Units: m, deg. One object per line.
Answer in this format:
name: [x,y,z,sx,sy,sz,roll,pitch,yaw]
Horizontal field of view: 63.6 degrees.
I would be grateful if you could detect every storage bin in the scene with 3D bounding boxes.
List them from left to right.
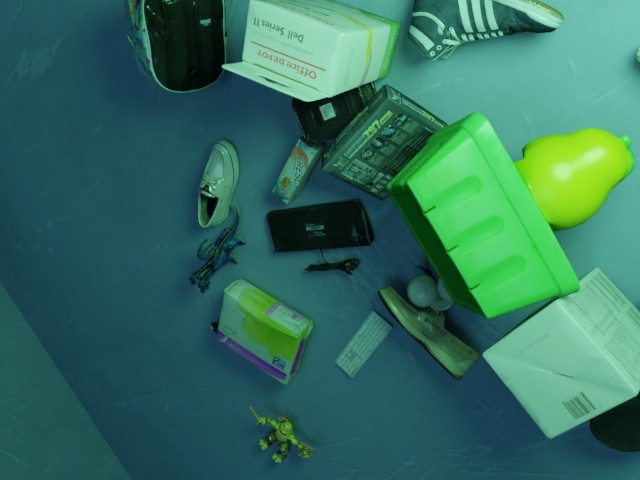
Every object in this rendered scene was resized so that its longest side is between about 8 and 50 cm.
storage bin: [0.038,-0.306,1.190,0.180,0.084,0.122,-12,107,34]

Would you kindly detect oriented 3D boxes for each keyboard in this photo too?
keyboard: [0.000,0.000,1.402,0.316,0.033,0.202,-4,105,34]
keyboard: [0.121,0.304,1.492,0.072,0.014,0.256,37,127,10]

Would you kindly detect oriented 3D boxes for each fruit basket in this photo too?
fruit basket: [0.364,-0.078,0.966,0.391,0.283,0.393,0,93,-7]

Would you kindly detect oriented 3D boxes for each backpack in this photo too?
backpack: [-0.345,-0.495,1.245,0.191,0.225,0.254,31,134,42]

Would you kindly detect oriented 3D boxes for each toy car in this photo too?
toy car: [0.294,0.088,1.211,0.181,0.159,0.137,-14,71,36]

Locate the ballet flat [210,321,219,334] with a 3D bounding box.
ballet flat: [-0.305,0.332,1.736,0.173,0.057,0.049,33,116,12]

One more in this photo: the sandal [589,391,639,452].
sandal: [0.715,0.309,0.998,0.167,0.107,0.446,29,128,5]

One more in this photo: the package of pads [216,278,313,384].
package of pads: [-0.181,0.280,1.608,0.296,0.101,0.229,28,125,16]

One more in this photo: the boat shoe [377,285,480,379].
boat shoe: [0.272,0.215,1.310,0.098,0.109,0.302,-45,85,-1]

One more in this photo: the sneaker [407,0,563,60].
sneaker: [0.295,-0.398,0.974,0.282,0.099,0.153,30,121,24]

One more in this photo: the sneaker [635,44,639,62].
sneaker: [0.618,-0.252,0.873,0.212,0.080,0.094,35,138,10]

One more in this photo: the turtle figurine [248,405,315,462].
turtle figurine: [-0.146,0.673,1.795,0.269,0.087,0.217,31,134,5]

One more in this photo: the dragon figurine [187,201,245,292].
dragon figurine: [-0.304,0.033,1.531,0.085,0.144,0.289,37,127,10]

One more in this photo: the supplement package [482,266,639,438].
supplement package: [0.506,0.213,1.025,0.198,0.262,0.199,53,131,18]

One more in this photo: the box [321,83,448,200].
box: [0.139,-0.206,1.136,0.183,0.059,0.232,22,134,-27]

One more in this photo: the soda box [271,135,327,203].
soda box: [-0.056,-0.183,1.321,0.058,0.063,0.183,39,128,9]

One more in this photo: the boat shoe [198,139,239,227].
boat shoe: [-0.304,-0.155,1.472,0.096,0.088,0.268,31,126,15]

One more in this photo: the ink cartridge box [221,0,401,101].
ink cartridge box: [-0.007,-0.384,1.005,0.207,0.353,0.119,26,125,17]
